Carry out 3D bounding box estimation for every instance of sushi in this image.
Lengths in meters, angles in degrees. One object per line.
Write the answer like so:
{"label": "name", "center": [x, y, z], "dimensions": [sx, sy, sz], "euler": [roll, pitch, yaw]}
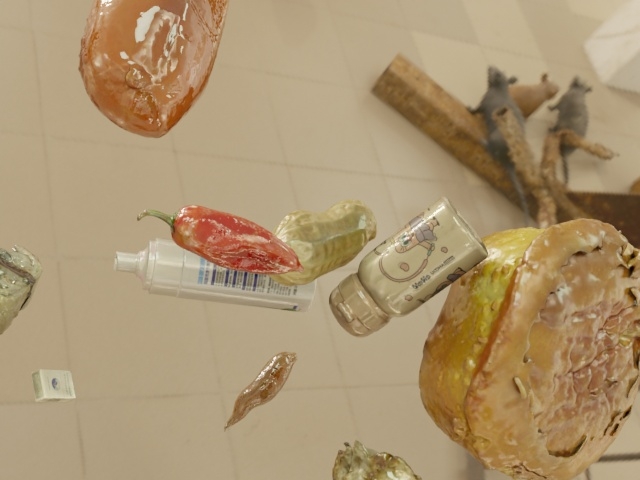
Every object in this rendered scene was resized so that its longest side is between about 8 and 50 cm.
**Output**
{"label": "sushi", "center": [-0.490, 0.079, 1.364], "dimensions": [0.109, 0.273, 0.134], "euler": [21, 89, 7]}

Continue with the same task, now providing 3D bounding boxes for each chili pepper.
{"label": "chili pepper", "center": [-0.103, -0.003, 0.950], "dimensions": [0.191, 0.059, 0.050], "euler": [21, 20, -17]}

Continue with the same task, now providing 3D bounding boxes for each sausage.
{"label": "sausage", "center": [-0.103, -0.144, 0.561], "dimensions": [0.089, 0.089, 0.179], "euler": [22, 57, -19]}

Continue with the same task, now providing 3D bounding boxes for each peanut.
{"label": "peanut", "center": [0.000, 0.000, 1.154], "dimensions": [0.093, 0.083, 0.194], "euler": [36, 42, 25]}

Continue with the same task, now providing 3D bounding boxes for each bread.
{"label": "bread", "center": [0.296, 0.141, 1.211], "dimensions": [0.337, 0.204, 0.358], "euler": [29, 83, -42]}

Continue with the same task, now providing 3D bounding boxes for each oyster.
{"label": "oyster", "center": [0.059, 0.421, 1.361], "dimensions": [0.133, 0.337, 0.198], "euler": [-28, 74, -35]}

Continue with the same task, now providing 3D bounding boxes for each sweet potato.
{"label": "sweet potato", "center": [-0.109, 0.271, 1.595], "dimensions": [0.056, 0.056, 0.195], "euler": [45, 69, 3]}

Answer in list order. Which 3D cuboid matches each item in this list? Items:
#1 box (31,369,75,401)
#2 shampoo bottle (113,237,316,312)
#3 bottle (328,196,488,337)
{"label": "box", "center": [-0.478, 0.260, 1.582], "dimensions": [0.083, 0.024, 0.054], "euler": [23, 50, -64]}
{"label": "shampoo bottle", "center": [-0.162, 0.051, 1.356], "dimensions": [0.303, 0.092, 0.092], "euler": [7, 55, -15]}
{"label": "bottle", "center": [0.108, 0.042, 1.149], "dimensions": [0.097, 0.209, 0.110], "euler": [55, 14, 12]}
